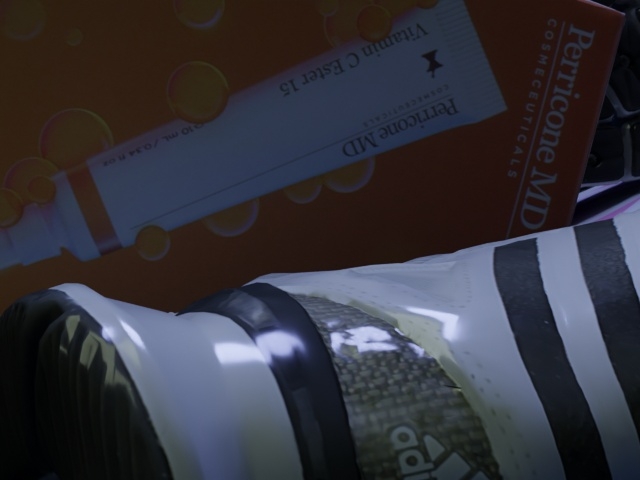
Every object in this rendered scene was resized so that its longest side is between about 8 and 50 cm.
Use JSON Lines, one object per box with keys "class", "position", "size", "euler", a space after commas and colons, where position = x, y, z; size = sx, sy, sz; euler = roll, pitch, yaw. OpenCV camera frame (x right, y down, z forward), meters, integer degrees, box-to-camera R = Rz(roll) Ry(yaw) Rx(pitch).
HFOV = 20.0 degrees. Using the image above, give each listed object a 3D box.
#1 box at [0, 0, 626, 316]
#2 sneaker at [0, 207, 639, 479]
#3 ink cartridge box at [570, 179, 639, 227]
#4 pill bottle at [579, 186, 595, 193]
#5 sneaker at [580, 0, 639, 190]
{"class": "box", "position": [-0.071, -0.045, 0.824], "size": [0.345, 0.215, 0.168], "euler": [16, -4, -13]}
{"class": "sneaker", "position": [0.005, 0.087, 0.603], "size": [0.257, 0.169, 0.447], "euler": [-7, -4, -20]}
{"class": "ink cartridge box", "position": [0.219, -0.011, 1.012], "size": [0.324, 0.071, 0.330], "euler": [-22, 3, -4]}
{"class": "pill bottle", "position": [0.201, -0.117, 1.426], "size": [0.160, 0.160, 0.283], "euler": [-24, 18, -21]}
{"class": "sneaker", "position": [0.090, -0.064, 1.042], "size": [0.330, 0.129, 0.147], "euler": [-26, 6, -16]}
